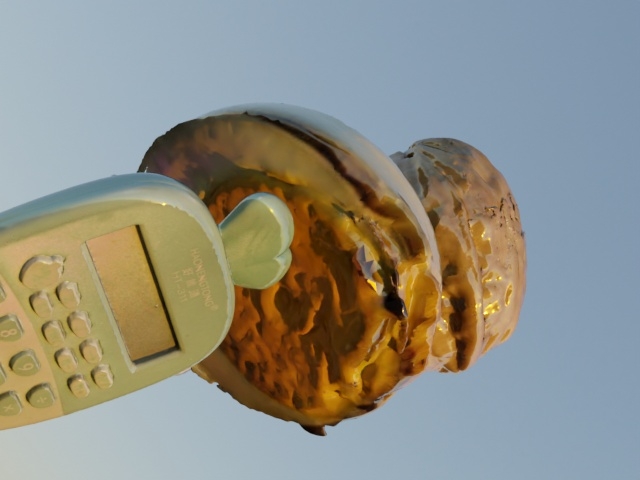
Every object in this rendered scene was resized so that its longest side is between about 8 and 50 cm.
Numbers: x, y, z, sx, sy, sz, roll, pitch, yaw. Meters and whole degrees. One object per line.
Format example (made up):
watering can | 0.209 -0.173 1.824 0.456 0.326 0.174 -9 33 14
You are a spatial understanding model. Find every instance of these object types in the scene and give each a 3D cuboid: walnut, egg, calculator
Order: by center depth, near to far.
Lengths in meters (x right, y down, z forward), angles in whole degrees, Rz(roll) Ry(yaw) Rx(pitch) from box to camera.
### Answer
calculator | -0.156 0.040 0.779 0.184 0.295 0.042 81 -14 -47
egg | -0.004 -0.003 0.947 0.264 0.174 0.286 48 -40 5
walnut | 0.109 0.022 1.202 0.198 0.198 0.244 16 -58 53

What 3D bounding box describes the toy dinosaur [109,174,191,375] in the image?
toy dinosaur | -0.187 0.042 1.335 0.162 0.294 0.077 15 -40 -6
